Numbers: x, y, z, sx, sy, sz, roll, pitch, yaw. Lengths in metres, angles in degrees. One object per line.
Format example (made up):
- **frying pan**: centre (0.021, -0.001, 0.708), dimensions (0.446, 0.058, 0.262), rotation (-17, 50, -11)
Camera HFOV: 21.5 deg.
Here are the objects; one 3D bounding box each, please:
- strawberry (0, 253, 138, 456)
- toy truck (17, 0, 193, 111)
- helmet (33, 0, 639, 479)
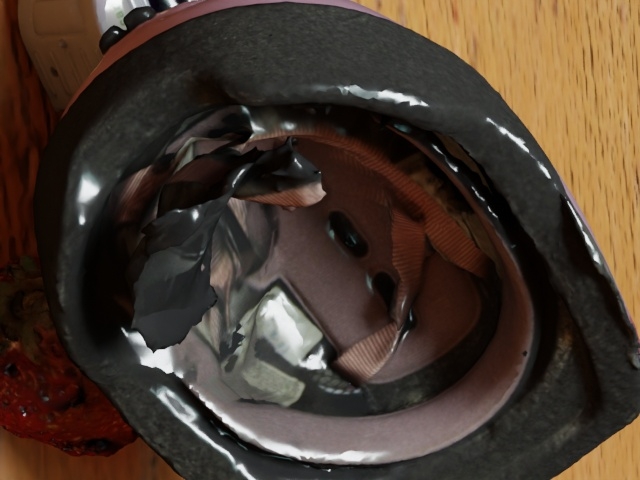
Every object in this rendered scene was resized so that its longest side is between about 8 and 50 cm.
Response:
- **strawberry**: centre (-0.109, 0.053, 0.733), dimensions (0.083, 0.083, 0.096), rotation (-45, 127, -42)
- **toy truck**: centre (-0.046, -0.032, 0.792), dimensions (0.124, 0.114, 0.253), rotation (-38, 116, -32)
- **helmet**: centre (0.000, 0.000, 0.679), dimensions (0.253, 0.198, 0.154), rotation (38, 23, -41)
